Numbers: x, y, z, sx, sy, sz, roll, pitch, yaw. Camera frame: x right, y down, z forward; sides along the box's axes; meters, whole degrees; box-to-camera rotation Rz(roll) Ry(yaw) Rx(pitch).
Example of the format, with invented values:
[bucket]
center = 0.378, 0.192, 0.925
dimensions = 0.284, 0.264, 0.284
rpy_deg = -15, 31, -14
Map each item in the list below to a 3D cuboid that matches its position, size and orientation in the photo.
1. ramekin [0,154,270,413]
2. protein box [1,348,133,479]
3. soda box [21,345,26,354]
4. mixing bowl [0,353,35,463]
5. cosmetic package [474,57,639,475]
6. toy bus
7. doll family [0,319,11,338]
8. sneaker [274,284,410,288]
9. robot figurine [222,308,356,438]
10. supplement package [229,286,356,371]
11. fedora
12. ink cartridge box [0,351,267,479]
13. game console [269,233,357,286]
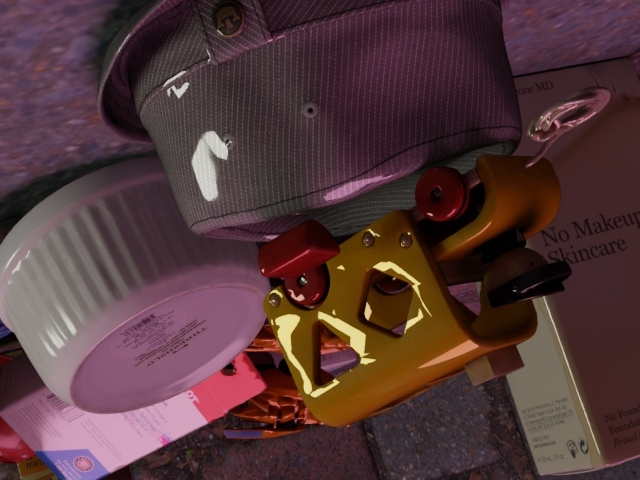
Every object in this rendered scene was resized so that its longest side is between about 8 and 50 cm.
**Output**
[ramekin]
center = -0.137, 0.043, 0.767
dimensions = 0.207, 0.109, 0.207
rpy_deg = -25, 153, -14
[protein box]
center = -0.342, 0.250, 1.350
dimensions = 0.136, 0.201, 0.200
rpy_deg = -14, 168, -13
[soda box]
center = -0.296, 0.107, 1.110
dimensions = 0.061, 0.058, 0.181
rpy_deg = -11, 167, -22
[mixing bowl]
center = -0.368, 0.192, 1.120
dimensions = 0.181, 0.098, 0.181
rpy_deg = 12, 158, 5
[cosmetic package]
center = 0.219, 0.020, 0.823
dimensions = 0.160, 0.310, 0.113
rpy_deg = -14, 168, -19
[toy bus]
center = 0.071, 0.029, 0.544
dimensions = 0.191, 0.104, 0.202
rpy_deg = -22, 166, -8
[doll family]
center = -0.302, 0.077, 0.909
dimensions = 0.263, 0.118, 0.163
rpy_deg = -34, 163, -6
[sneaker]
center = 0.039, 0.022, 1.180
dimensions = 0.221, 0.087, 0.128
rpy_deg = 2, 170, -24
[robot figurine]
center = -0.105, 0.137, 1.111
dimensions = 0.291, 0.211, 0.085
rpy_deg = 1, -156, -12
[supplement package]
center = -0.101, 0.127, 1.275
dimensions = 0.244, 0.139, 0.134
rpy_deg = -13, 169, -20
[fedora]
center = 0.014, -0.074, 0.558
dimensions = 0.275, 0.124, 0.243
rpy_deg = -19, 168, 11
[ink cartridge box]
center = -0.186, 0.138, 0.997
dimensions = 0.231, 0.078, 0.134
rpy_deg = -27, 123, 3
[game console]
center = 0.000, 0.000, 1.035
dimensions = 0.122, 0.107, 0.071
rpy_deg = -13, -157, -20
